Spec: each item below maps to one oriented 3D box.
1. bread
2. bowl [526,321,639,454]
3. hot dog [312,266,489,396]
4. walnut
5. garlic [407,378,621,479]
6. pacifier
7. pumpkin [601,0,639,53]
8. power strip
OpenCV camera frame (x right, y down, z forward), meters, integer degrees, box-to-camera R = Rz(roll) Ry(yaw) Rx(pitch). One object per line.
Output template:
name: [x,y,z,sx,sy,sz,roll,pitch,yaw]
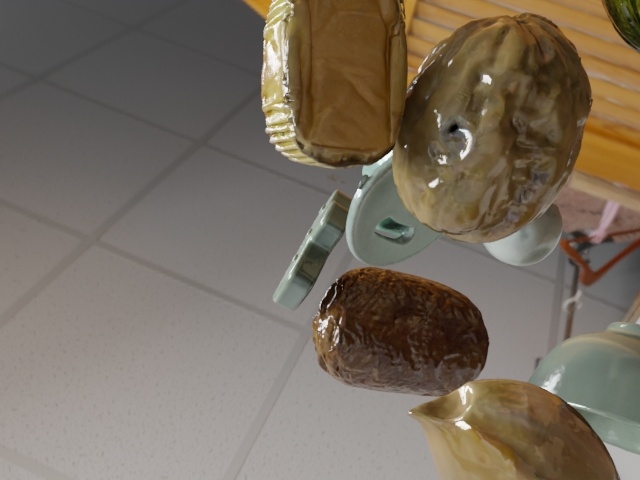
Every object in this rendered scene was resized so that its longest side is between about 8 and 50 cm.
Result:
bread: [0.010,-0.164,0.691,0.132,0.190,0.114,3,-176,-19]
bowl: [0.433,0.201,0.968,0.289,0.289,0.146,22,-104,7]
hot dog: [0.162,0.202,1.513,0.387,0.267,0.174,13,180,-17]
walnut: [0.171,-0.111,0.734,0.198,0.245,0.198,13,-158,-5]
garlic: [0.184,0.277,0.683,0.196,0.338,0.151,7,-147,18]
pacifier: [0.201,-0.067,0.931,0.269,0.343,0.288,48,-161,31]
pumpkin: [0.364,-0.213,0.525,0.320,0.192,0.320,5,-156,-2]
power strip: [-0.001,-0.001,1.424,0.059,0.193,0.265,31,-129,-4]
